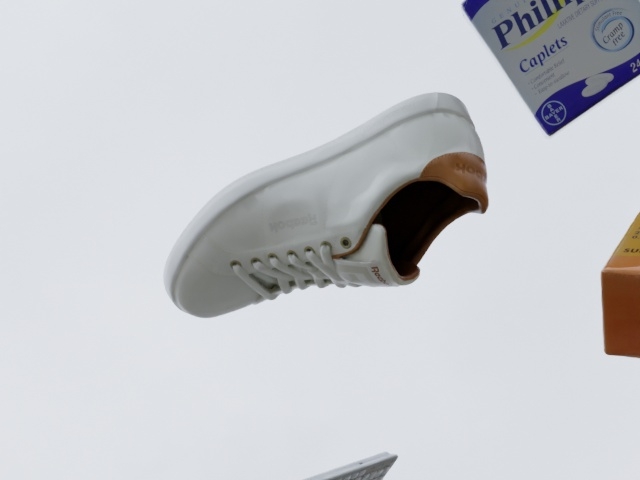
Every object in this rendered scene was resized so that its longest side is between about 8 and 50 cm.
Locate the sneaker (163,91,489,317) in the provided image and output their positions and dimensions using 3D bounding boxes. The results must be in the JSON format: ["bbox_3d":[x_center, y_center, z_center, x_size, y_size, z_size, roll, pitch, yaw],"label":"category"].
[{"bbox_3d":[0.000,0.000,1.234,0.290,0.123,0.106,-32,-41,19],"label":"sneaker"}]

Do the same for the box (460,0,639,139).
[{"bbox_3d":[0.206,-0.176,1.331,0.126,0.137,0.072,-34,-3,8],"label":"box"}]

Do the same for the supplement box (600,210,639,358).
[{"bbox_3d":[0.283,0.004,1.207,0.233,0.078,0.080,-44,-47,-53],"label":"supplement box"}]

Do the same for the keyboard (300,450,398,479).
[{"bbox_3d":[-0.022,0.223,1.280,0.256,0.014,0.072,-7,-51,-55],"label":"keyboard"}]
